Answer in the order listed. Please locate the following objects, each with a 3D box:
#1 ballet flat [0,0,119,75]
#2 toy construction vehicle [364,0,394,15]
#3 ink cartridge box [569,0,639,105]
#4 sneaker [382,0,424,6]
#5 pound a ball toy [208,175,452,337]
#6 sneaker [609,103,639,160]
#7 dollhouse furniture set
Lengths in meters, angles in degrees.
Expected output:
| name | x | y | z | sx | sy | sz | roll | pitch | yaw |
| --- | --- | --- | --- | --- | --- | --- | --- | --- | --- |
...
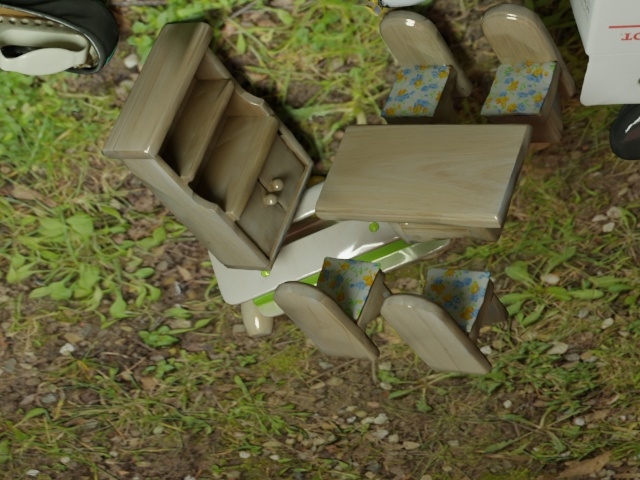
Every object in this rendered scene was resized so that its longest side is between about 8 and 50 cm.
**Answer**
| name | x | y | z | sx | sy | sz | roll | pitch | yaw |
| --- | --- | --- | --- | --- | --- | --- | --- | --- | --- |
| ballet flat | -0.348 | -0.222 | 1.401 | 0.280 | 0.096 | 0.095 | 4 | 138 | -13 |
| toy construction vehicle | 0.021 | -0.274 | 1.405 | 0.035 | 0.086 | 0.098 | -50 | 134 | -4 |
| ink cartridge box | 0.375 | -0.310 | 1.399 | 0.207 | 0.119 | 0.353 | -3 | 138 | -4 |
| sneaker | 0.051 | -0.345 | 1.294 | 0.365 | 0.137 | 0.210 | 7 | 134 | -21 |
| pound a ball toy | 0.000 | 0.000 | 1.709 | 0.319 | 0.136 | 0.208 | -22 | 162 | 16 |
| sneaker | 0.486 | -0.143 | 1.600 | 0.286 | 0.130 | 0.109 | -17 | 140 | 12 |
| dollhouse furniture set | 0.016 | -0.092 | 1.429 | 0.394 | 0.362 | 0.256 | 3 | 150 | 35 |
